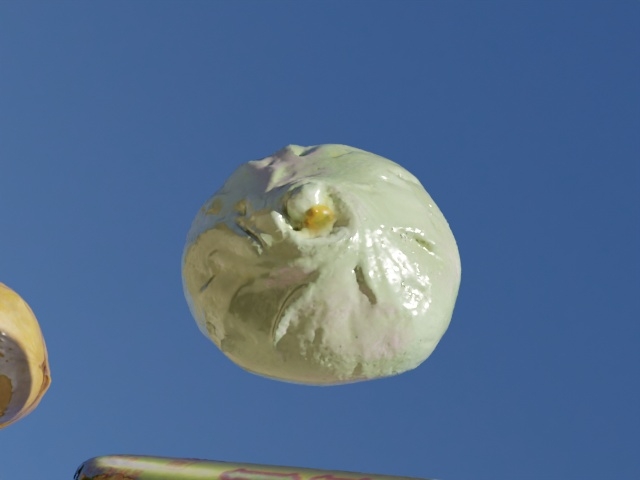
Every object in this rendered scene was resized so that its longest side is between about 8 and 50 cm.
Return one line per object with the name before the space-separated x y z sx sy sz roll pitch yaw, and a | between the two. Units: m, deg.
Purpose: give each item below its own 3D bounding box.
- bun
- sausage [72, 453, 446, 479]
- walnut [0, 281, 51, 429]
bun | 0.000 0.000 1.829 0.283 0.283 0.179 26 -41 27
sausage | 0.035 0.118 0.673 0.372 0.082 0.082 1 -60 36
walnut | -0.312 0.088 1.562 0.180 0.144 0.144 11 -50 8
